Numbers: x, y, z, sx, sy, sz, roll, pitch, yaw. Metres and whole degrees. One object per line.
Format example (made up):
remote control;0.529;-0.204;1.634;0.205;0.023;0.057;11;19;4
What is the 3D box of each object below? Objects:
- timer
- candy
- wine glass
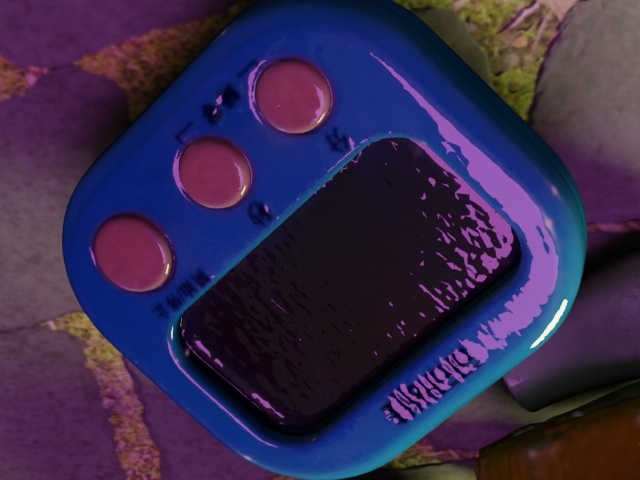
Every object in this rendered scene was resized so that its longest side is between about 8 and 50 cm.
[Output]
timer;0.000;0.000;1.121;0.309;0.115;0.340;44;119;-8
candy;0.251;0.181;1.265;0.260;0.118;0.260;-15;168;-3
wine glass;0.254;0.059;1.241;0.231;0.103;0.103;-24;129;26
